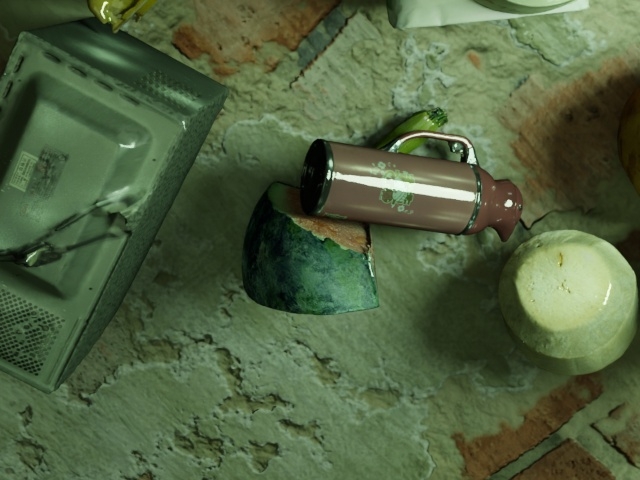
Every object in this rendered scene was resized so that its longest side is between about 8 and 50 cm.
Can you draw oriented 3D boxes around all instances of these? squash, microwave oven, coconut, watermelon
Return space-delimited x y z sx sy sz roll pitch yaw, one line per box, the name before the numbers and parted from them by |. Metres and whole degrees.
squash | 0.112 -0.139 1.437 0.183 0.052 0.052 -40 102 20
microwave oven | -0.349 -0.062 1.357 0.236 0.374 0.432 28 107 -3
coconut | 0.367 0.094 1.424 0.202 0.222 0.202 -6 70 16
watermelon | 0.000 0.000 1.417 0.226 0.318 0.148 -16 109 -31

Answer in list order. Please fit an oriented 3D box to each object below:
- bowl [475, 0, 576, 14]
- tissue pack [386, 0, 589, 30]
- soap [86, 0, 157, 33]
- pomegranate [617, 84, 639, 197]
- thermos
bowl | 0.249 -0.368 1.089 0.238 0.126 0.237 0 110 0
tissue pack | 0.199 -0.464 1.223 0.266 0.194 0.356 -5 110 4
soap | -0.255 -0.500 1.286 0.335 0.156 0.293 -42 98 19
pomegranate | 0.536 -0.126 1.284 0.265 0.264 0.264 2 111 6
thermos | 0.143 -0.081 1.403 0.331 0.136 0.109 8 151 -18
